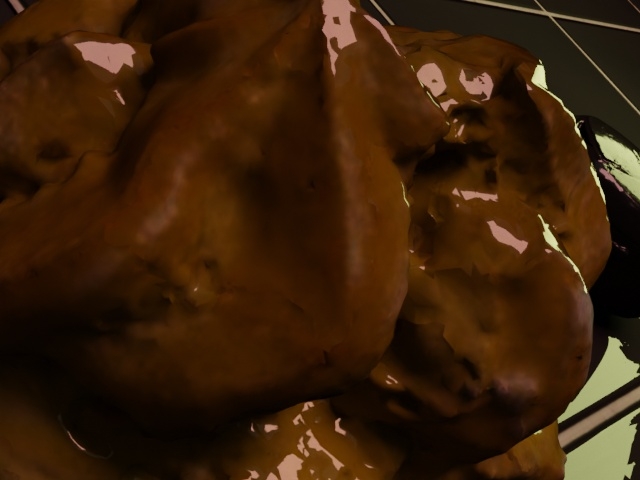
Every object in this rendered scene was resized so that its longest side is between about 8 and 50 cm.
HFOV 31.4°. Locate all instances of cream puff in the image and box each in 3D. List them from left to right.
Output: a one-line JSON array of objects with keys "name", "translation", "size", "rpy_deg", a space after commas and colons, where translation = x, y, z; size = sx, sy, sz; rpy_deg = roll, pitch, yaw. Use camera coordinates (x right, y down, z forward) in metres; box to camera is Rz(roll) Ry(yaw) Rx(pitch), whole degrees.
[{"name": "cream puff", "translation": [0.001, 0.000, 0.497], "size": [0.324, 0.257, 0.291], "rpy_deg": [31, 34, -20]}]

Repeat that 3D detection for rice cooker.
[{"name": "rice cooker", "translation": [0.229, -0.020, 0.941], "size": [0.203, 0.118, 0.142], "rpy_deg": [34, 30, -17]}]
